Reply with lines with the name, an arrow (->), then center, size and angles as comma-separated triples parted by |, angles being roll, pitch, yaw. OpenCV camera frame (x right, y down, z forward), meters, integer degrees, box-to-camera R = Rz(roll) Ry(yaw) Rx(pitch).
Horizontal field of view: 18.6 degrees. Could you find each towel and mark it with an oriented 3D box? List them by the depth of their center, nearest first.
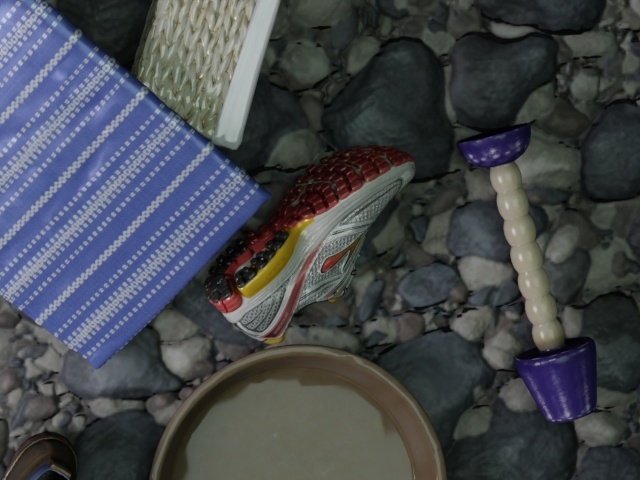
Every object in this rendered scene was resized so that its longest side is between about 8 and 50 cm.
towel -> -0.244, -0.069, 1.675 | 0.336, 0.040, 0.243 | 41, 112, -12

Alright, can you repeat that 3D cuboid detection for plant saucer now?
plant saucer -> -0.021, 0.231, 1.782 | 0.277, 0.041, 0.278 | -1, 93, -11

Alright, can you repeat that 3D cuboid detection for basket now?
basket -> -0.104, -0.170, 1.710 | 0.103, 0.113, 0.167 | 16, 89, -10

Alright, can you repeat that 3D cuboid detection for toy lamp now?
toy lamp -> 0.197, 0.032, 1.799 | 0.080, 0.080, 0.275 | -17, 97, -11

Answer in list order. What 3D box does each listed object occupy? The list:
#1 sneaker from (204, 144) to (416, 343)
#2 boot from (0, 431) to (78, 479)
sneaker -> 0.000, 0.000, 1.765 | 0.225, 0.088, 0.093 | -42, 120, -7
boot -> -0.272, 0.275, 1.697 | 0.082, 0.106, 0.219 | 22, 88, -12
